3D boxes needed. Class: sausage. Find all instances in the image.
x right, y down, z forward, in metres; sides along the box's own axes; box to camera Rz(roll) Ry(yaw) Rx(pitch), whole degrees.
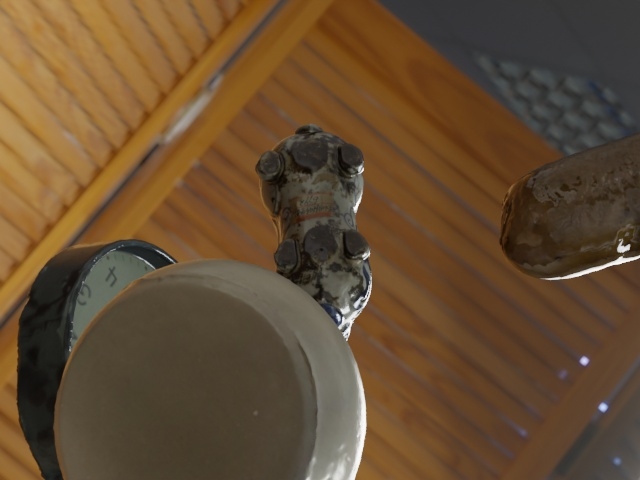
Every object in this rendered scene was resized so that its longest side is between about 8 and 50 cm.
[{"bbox_3d":[0.405,-0.092,1.355,0.123,0.501,0.136,-122,-173,-73],"label":"sausage"}]

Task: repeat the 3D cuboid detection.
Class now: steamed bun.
[{"bbox_3d":[-0.071,0.132,0.998,0.232,0.232,0.145,36,5,22],"label":"steamed bun"}]

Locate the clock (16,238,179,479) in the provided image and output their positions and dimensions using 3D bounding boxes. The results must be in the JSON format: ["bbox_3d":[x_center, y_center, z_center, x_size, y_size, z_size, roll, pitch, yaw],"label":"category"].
[{"bbox_3d":[-0.203,0.155,1.481,0.067,0.325,0.325,-13,-38,25],"label":"clock"}]

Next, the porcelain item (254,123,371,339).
[{"bbox_3d":[0.000,0.000,1.745,0.186,0.138,0.288,82,0,-56],"label":"porcelain item"}]
